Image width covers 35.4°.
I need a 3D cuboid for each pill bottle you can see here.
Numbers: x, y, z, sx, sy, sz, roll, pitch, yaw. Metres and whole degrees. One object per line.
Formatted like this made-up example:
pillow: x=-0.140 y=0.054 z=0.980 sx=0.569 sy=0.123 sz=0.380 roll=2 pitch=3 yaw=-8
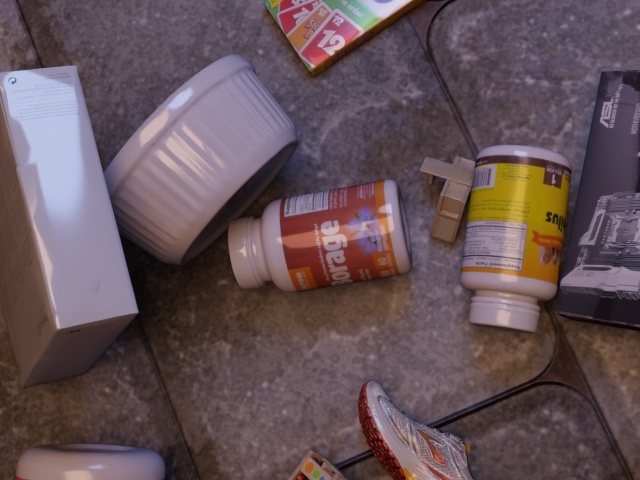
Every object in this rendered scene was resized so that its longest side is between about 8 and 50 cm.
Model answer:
pill bottle: x=-0.288 y=0.415 z=1.217 sx=0.181 sy=0.181 sz=0.323 roll=2 pitch=82 yaw=11
pill bottle: x=0.000 y=0.000 z=1.255 sx=0.216 sy=0.121 sz=0.121 roll=-10 pitch=80 yaw=9
pill bottle: x=0.233 y=0.000 z=1.212 sx=0.117 sy=0.117 sz=0.215 roll=7 pitch=83 yaw=12

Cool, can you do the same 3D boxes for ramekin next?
ramekin: x=-0.144 y=-0.087 z=1.230 sx=0.127 sy=0.273 sz=0.273 roll=44 pitch=91 yaw=2

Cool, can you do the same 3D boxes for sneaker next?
sneaker: x=0.127 y=0.260 z=1.222 sx=0.092 sy=0.088 sz=0.225 roll=-35 pitch=76 yaw=-17

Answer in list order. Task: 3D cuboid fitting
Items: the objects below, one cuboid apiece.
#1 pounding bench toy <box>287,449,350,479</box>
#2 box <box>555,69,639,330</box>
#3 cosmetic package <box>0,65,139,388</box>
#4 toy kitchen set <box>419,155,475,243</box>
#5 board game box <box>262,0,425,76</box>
pounding bench toy: x=0.009 y=0.306 z=1.246 sx=0.052 sy=0.083 sz=0.065 roll=-53 pitch=45 yaw=-3
box: x=0.420 y=-0.042 z=1.153 sx=0.242 sy=0.076 sz=0.307 roll=8 pitch=83 yaw=40
cosmetic package: x=-0.327 y=0.004 z=1.196 sx=0.097 sy=0.377 sz=0.284 roll=-9 pitch=77 yaw=-24
toy kitchen set: x=0.155 y=-0.059 z=1.281 sx=0.068 sy=0.075 sz=0.083 roll=19 pitch=46 yaw=10
board game box: x=0.063 y=-0.342 z=1.341 sx=0.259 sy=0.039 sz=0.124 roll=-33 pitch=78 yaw=2
